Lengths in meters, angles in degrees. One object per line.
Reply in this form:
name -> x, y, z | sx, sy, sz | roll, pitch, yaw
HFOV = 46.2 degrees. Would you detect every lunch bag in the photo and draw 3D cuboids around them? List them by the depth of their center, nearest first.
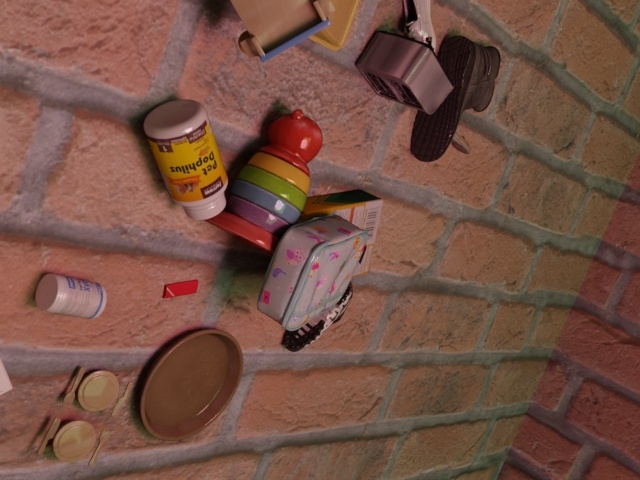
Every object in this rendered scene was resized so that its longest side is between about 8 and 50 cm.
lunch bag -> -0.011, 0.068, 1.601 | 0.279, 0.108, 0.224 | -18, 132, -60

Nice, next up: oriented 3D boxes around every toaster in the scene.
toaster -> 0.192, -0.386, 1.704 | 0.110, 0.168, 0.186 | -57, 142, -6

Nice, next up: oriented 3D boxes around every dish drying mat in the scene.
dish drying mat -> -0.293, 0.103, 1.579 | 0.083, 0.008, 0.032 | -7, 116, -45

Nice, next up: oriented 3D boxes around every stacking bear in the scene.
stacking bear -> -0.094, -0.130, 1.557 | 0.175, 0.164, 0.289 | 33, 82, -51

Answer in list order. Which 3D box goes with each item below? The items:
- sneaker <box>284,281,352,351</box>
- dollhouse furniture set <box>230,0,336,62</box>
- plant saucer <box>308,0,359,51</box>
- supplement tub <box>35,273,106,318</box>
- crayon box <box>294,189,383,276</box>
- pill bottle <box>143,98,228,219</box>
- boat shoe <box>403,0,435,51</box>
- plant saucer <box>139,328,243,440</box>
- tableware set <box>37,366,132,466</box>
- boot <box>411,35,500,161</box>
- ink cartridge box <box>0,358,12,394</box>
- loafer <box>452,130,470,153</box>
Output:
sneaker -> 0.005, 0.196, 1.905 | 0.234, 0.078, 0.106 | -48, 159, -1
dollhouse furniture set -> -0.071, -0.512, 1.301 | 0.303, 0.198, 0.286 | -30, 115, 7
plant saucer -> -0.031, -0.570, 1.422 | 0.333, 0.081, 0.332 | 11, 102, -50
supplement tub -> -0.450, 0.102, 1.356 | 0.107, 0.071, 0.071 | 21, 95, -52
crayon box -> 0.000, 0.000, 1.784 | 0.323, 0.083, 0.203 | -12, 120, -45
pill bottle -> -0.244, -0.146, 1.402 | 0.117, 0.117, 0.215 | -38, 136, -27
boat shoe -> 0.223, -0.501, 1.736 | 0.063, 0.066, 0.184 | -14, 110, -31
plant saucer -> -0.292, 0.319, 1.682 | 0.278, 0.041, 0.278 | -25, 128, -37
tableware set -> -0.473, 0.347, 1.501 | 0.128, 0.039, 0.194 | 30, 82, -40
boot -> 0.374, -0.357, 1.973 | 0.223, 0.118, 0.338 | 0, 116, -53
ink cartridge box -> -0.580, 0.138, 1.162 | 0.092, 0.158, 0.218 | -29, 130, -34
loafer -> 0.388, -0.280, 2.084 | 0.125, 0.045, 0.039 | 29, 82, -49
